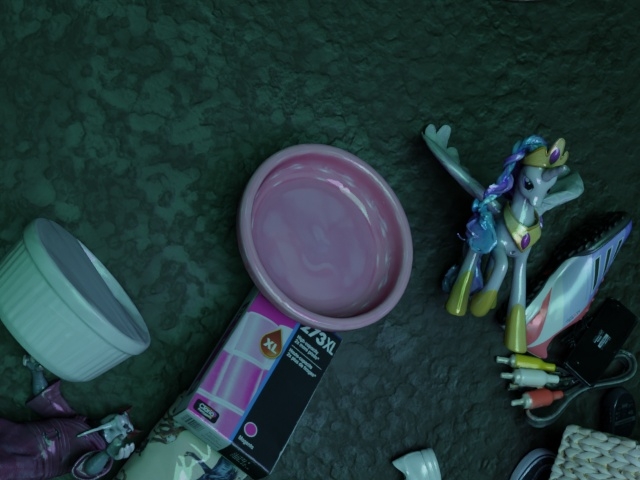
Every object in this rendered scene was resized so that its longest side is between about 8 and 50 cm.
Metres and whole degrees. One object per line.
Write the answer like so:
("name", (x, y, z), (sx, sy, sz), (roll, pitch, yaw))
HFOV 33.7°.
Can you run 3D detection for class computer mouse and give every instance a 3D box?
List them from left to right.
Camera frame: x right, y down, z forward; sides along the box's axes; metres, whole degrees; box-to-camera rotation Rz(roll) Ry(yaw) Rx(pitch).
("computer mouse", (0.569, 0.398, 2.043), (0.071, 0.041, 0.242), (-4, 98, -35))

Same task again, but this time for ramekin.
("ramekin", (-0.403, 0.104, 1.672), (0.127, 0.273, 0.273), (-41, 101, 3))

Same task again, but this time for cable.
("cable", (0.473, 0.266, 1.976), (0.287, 0.072, 0.139), (-6, 57, -9))

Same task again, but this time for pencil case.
("pencil case", (-0.281, 0.459, 1.747), (0.183, 0.160, 0.410), (39, 78, -2))

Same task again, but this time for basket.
("basket", (0.595, 0.497, 1.850), (0.331, 0.328, 0.266), (19, 83, -38))

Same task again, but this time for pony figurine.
("pony figurine", (0.320, -0.039, 1.834), (0.302, 0.351, 0.364), (10, 108, -11))

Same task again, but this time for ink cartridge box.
("ink cartridge box", (-0.082, 0.197, 1.766), (0.175, 0.069, 0.371), (40, 51, -12))

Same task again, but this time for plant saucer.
("plant saucer", (0.000, 0.000, 1.806), (0.332, 0.084, 0.332), (11, 66, -27))

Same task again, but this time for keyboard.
("keyboard", (0.518, 0.186, 2.006), (0.100, 0.038, 0.192), (43, 61, 1))

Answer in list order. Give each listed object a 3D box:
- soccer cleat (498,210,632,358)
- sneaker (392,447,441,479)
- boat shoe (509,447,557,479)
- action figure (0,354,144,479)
("soccer cleat", (0.474, 0.078, 1.969), (0.318, 0.108, 0.116), (-44, 102, -5))
("sneaker", (0.185, 0.490, 1.933), (0.094, 0.080, 0.212), (-13, 88, -2))
("boat shoe", (0.390, 0.539, 1.963), (0.108, 0.102, 0.301), (23, 87, -14))
("action figure", (-0.452, 0.351, 1.699), (0.370, 0.248, 0.276), (-4, 129, -38))
